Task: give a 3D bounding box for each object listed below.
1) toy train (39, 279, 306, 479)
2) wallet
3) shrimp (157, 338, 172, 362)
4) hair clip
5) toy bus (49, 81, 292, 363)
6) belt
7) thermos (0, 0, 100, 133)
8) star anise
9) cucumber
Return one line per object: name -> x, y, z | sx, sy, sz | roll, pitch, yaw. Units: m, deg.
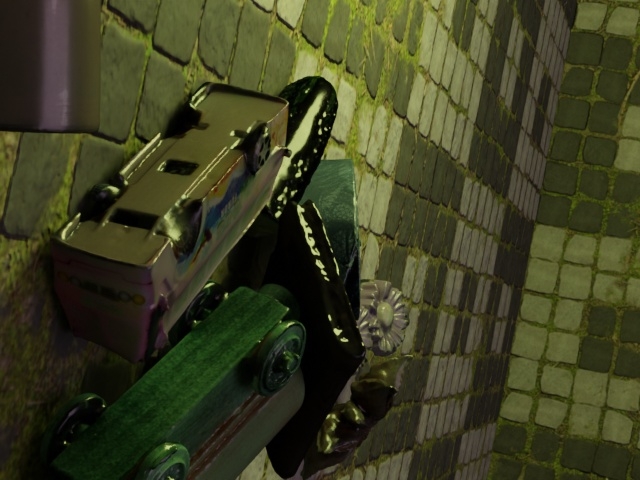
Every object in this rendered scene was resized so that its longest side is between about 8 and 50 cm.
toy train -> -0.108, 0.156, 1.014 | 0.285, 0.116, 0.177 | -45, 149, -41
wallet -> -0.025, 0.097, 1.178 | 0.309, 0.042, 0.165 | 112, -35, -60
shrimp -> -0.100, 0.117, 1.158 | 0.165, 0.056, 0.065 | 5, 86, -70
hair clip -> 0.044, 0.108, 1.609 | 0.292, 0.084, 0.106 | -18, 99, -66
toy bus -> -0.108, -0.023, 1.000 | 0.274, 0.090, 0.112 | -55, 157, -51
belt -> 0.000, 0.000, 1.298 | 0.141, 0.082, 0.190 | 89, -1, -46
thermos -> -0.182, -0.157, 0.687 | 0.137, 0.105, 0.193 | -3, 101, -41
star anise -> 0.046, 0.207, 1.568 | 0.182, 0.065, 0.195 | -50, 168, 19
cucumber -> -0.034, -0.085, 1.228 | 0.241, 0.074, 0.074 | -63, 157, -45
